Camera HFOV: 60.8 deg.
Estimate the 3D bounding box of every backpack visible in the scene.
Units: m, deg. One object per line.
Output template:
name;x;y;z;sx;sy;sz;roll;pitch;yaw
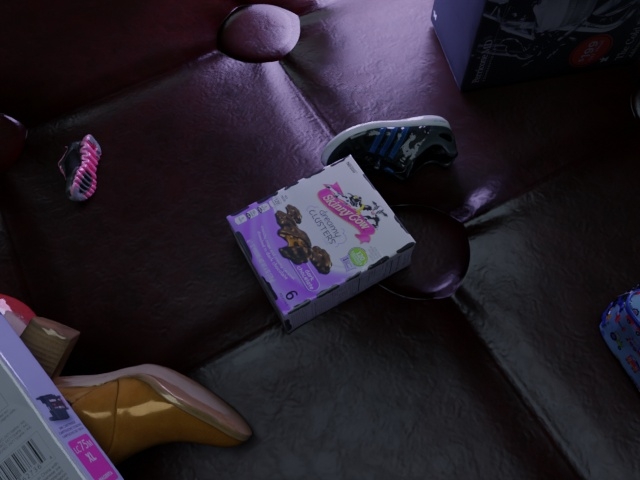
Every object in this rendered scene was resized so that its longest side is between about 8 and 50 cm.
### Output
backpack;0.423;0.099;0.613;0.116;0.173;0.158;-18;64;-8

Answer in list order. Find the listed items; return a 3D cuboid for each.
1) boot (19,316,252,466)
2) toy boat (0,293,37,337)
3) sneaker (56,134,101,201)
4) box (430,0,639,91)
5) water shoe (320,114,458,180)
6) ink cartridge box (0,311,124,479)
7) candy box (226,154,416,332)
boot;-0.249;0.237;0.615;0.295;0.104;0.211;26;84;-5
toy boat;-0.458;0.117;0.666;0.231;0.151;0.151;-7;33;-2
sneaker;-0.369;-0.105;0.819;0.057;0.047;0.119;-7;55;5
box;0.357;-0.418;0.791;0.312;0.343;0.179;-10;63;-3
water shoe;0.103;-0.128;0.798;0.203;0.073;0.080;-14;65;-5
ink cartridge box;-0.359;0.182;0.534;0.186;0.065;0.311;-40;85;-1
candy box;0.000;0.000;0.734;0.196;0.070;0.165;-28;65;-12
